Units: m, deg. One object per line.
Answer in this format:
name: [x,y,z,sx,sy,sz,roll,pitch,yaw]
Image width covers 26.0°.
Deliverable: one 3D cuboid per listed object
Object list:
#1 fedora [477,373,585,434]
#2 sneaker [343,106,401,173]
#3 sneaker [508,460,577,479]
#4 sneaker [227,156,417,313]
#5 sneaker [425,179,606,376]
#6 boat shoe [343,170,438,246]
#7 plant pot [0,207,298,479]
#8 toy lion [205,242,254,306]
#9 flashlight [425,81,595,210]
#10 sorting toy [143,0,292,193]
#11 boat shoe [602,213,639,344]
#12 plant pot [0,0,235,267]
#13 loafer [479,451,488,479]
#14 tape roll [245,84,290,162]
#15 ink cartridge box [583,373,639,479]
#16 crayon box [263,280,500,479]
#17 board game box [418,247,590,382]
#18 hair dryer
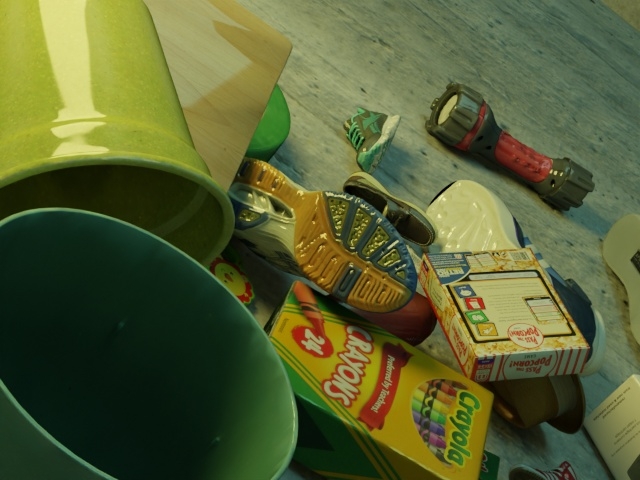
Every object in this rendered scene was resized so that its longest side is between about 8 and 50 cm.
fedora: [0.253,0.174,1.760,0.079,0.194,0.194,-30,68,-20]
sneaker: [0.066,-0.153,2.069,0.076,0.065,0.166,23,26,3]
sneaker: [0.273,0.291,1.694,0.118,0.042,0.067,36,32,-23]
sneaker: [0.000,0.000,1.624,0.296,0.112,0.131,33,-10,27]
sneaker: [0.286,0.070,1.968,0.236,0.130,0.322,42,9,-37]
boat shoe: [0.093,-0.036,1.935,0.152,0.056,0.049,34,33,8]
plant pot: [-0.203,0.160,1.115,0.293,0.235,0.293,29,30,-19]
toy lion: [-0.114,0.035,1.611,0.096,0.034,0.100,41,28,-12]
flashlight: [0.322,-0.152,2.308,0.304,0.103,0.103,28,30,-19]
sorting toy: [-0.196,-0.187,1.598,0.257,0.089,0.255,33,62,-21]
boat shoe: [0.575,0.102,2.243,0.156,0.136,0.367,32,20,-22]
plant pot: [-0.238,-0.108,1.347,0.276,0.276,0.253,13,53,-40]
loafer: [0.179,0.283,1.607,0.045,0.039,0.125,-6,38,-13]
tape roll: [-0.191,-0.205,1.804,0.321,0.077,0.321,28,31,-19]
ink cartridge box: [0.502,0.325,1.840,0.198,0.114,0.272,13,39,-40]
crayon box: [0.071,0.193,1.514,0.319,0.081,0.202,30,29,-4]
board game box: [0.218,0.086,1.670,0.147,0.045,0.193,-3,38,-15]
hair dryer: [0.045,0.058,1.749,0.224,0.080,0.293,25,23,6]
